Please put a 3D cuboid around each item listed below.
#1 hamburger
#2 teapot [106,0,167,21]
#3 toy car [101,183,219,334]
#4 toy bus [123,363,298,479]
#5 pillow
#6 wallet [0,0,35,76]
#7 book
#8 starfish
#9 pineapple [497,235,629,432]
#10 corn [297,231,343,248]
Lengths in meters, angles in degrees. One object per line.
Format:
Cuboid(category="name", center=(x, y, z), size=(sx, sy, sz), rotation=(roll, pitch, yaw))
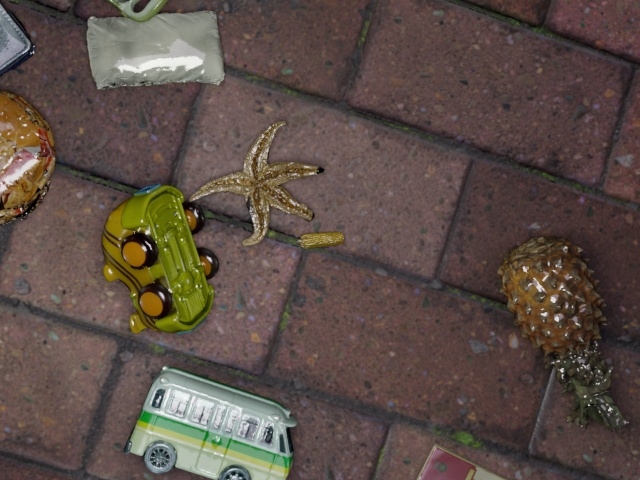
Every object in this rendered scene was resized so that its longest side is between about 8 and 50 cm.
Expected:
Cuboid(category="hamburger", center=(-0.548, -0.138, 1.508), size=(0.231, 0.107, 0.231), rotation=(1, 83, -7))
Cuboid(category="teapot", center=(-0.324, -0.427, 1.528), size=(0.124, 0.092, 0.091), rotation=(41, 99, 39))
Cuboid(category="toy car", center=(-0.278, 0.036, 1.508), size=(0.142, 0.200, 0.248), rotation=(-11, 101, 22))
Cuboid(category="toy bus", center=(-0.173, 0.324, 1.535), size=(0.276, 0.133, 0.165), rotation=(19, 88, -6))
Cuboid(category="pillow", center=(-0.281, -0.325, 1.561), size=(0.229, 0.051, 0.128), rotation=(-4, 90, -7))
Cuboid(category="wallet", center=(-0.611, -0.325, 1.530), size=(0.222, 0.036, 0.167), rotation=(-37, 94, -5))
Cuboid(category="book", center=(0.269, 0.487, 1.643), size=(0.232, 0.022, 0.162), rotation=(27, 89, -6))
Cuboid(category="starfish", center=(-0.109, -0.098, 1.582), size=(0.238, 0.057, 0.213), rotation=(-2, 94, -2))
Cuboid(category="pineapple", center=(0.435, 0.170, 1.606), size=(0.175, 0.175, 0.361), rotation=(-25, 106, -6))
Cuboid(category="corn", center=(0.000, 0.000, 1.607), size=(0.083, 0.027, 0.028), rotation=(-4, 107, -9))
